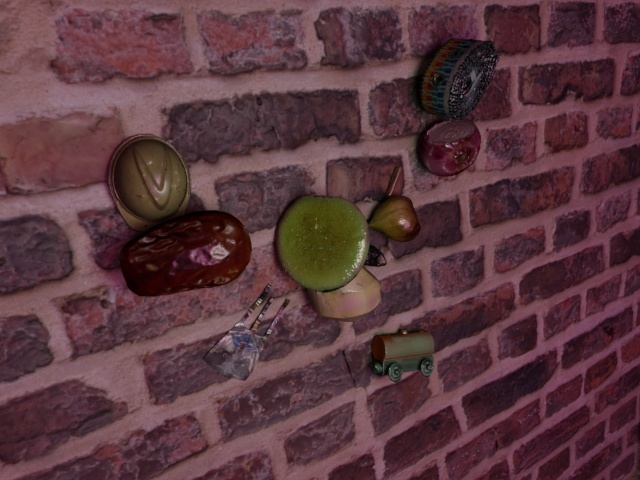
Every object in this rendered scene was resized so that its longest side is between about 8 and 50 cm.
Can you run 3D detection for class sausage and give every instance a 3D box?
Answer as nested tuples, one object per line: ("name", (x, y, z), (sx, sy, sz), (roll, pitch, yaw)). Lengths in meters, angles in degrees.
("sausage", (0.254, -0.198, 1.544), (0.026, 0.026, 0.116), (20, 90, -31))

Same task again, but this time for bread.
("bread", (-0.003, 0.005, 1.313), (0.045, 0.301, 0.302), (16, 93, -71))

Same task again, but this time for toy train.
("toy train", (0.310, 0.420, 1.664), (0.285, 0.116, 0.177), (2, 87, -29))

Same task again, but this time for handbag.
("handbag", (0.164, 0.059, 1.481), (0.115, 0.139, 0.072), (20, 98, -32))

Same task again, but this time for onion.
("onion", (0.450, -0.311, 1.552), (0.207, 0.200, 0.201), (-41, 118, -30))

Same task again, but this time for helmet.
("helmet", (-0.411, -0.133, 1.112), (0.204, 0.137, 0.258), (-17, 108, -26))

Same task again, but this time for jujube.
("jujube", (-0.338, 0.037, 1.149), (0.317, 0.223, 0.223), (-17, 108, -16))

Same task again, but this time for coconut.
("coconut", (0.074, 0.161, 1.410), (0.197, 0.236, 0.237), (-47, 126, -54))

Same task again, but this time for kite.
("kite", (-0.209, 0.294, 1.391), (0.310, 0.015, 0.169), (-50, 119, -9))

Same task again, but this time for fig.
("fig", (0.223, -0.070, 1.490), (0.230, 0.143, 0.161), (-1, 70, -23))

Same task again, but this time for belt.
("belt", (0.454, -0.555, 1.504), (0.295, 0.160, 0.206), (-59, 140, -6))
